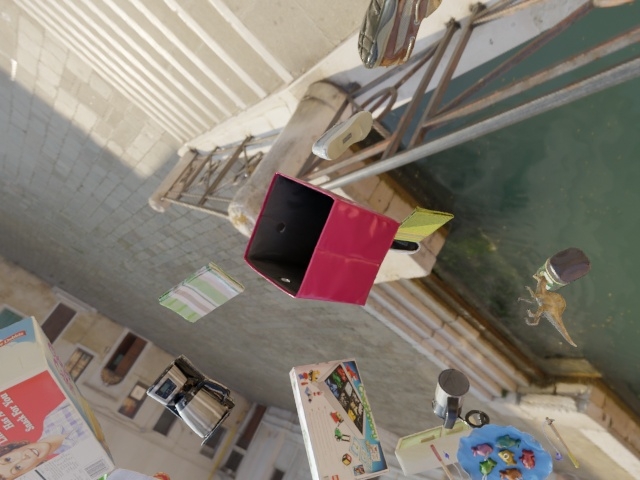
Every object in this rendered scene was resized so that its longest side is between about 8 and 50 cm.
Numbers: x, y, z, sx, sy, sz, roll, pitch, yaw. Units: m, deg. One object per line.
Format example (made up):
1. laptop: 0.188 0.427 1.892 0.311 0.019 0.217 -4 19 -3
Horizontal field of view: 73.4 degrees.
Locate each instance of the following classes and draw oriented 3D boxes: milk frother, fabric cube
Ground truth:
1. milk frother: 0.391 0.440 1.176 0.143 0.129 0.134 -6 132 -2
2. fabric cube: 0.000 0.000 1.131 0.258 0.259 0.254 15 -170 -45

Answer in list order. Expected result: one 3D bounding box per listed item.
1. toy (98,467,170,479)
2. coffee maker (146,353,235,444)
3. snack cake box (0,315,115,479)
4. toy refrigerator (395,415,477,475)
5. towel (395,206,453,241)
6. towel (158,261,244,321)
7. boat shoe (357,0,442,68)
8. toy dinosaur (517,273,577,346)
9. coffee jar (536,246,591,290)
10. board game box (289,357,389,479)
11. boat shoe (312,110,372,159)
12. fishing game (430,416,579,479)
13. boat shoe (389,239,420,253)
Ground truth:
1. toy: -0.362 0.540 0.922 0.237 0.137 0.056 37 -164 -32
2. coffee maker: -0.301 0.365 1.000 0.178 0.120 0.171 42 152 0
3. snack cake box: -0.378 0.238 0.532 0.089 0.152 0.264 42 144 37
4. toy refrigerator: 0.390 0.675 1.418 0.269 0.102 0.094 -27 83 20
5. towel: 0.267 -0.040 1.174 0.102 0.021 0.237 7 164 -6
6. towel: -0.258 0.120 0.940 0.152 0.023 0.113 -34 130 12
7. boat shoe: 0.169 -0.481 0.826 0.120 0.122 0.324 -1 150 -15
8. toy dinosaur: 0.518 0.161 0.985 0.093 0.183 0.053 -17 158 4
9. coffee jar: 0.632 0.076 1.121 0.096 0.079 0.184 -29 160 9
10. board game box: 0.045 0.478 1.146 0.193 0.305 0.053 -1 145 -23
11. boat shoe: 0.062 -0.312 1.241 0.081 0.227 0.079 22 142 36
12. fishing game: 0.374 0.457 0.879 0.264 0.041 0.189 -24 105 25
13. boat shoe: 0.192 -0.021 1.351 0.258 0.095 0.084 13 -179 -4
